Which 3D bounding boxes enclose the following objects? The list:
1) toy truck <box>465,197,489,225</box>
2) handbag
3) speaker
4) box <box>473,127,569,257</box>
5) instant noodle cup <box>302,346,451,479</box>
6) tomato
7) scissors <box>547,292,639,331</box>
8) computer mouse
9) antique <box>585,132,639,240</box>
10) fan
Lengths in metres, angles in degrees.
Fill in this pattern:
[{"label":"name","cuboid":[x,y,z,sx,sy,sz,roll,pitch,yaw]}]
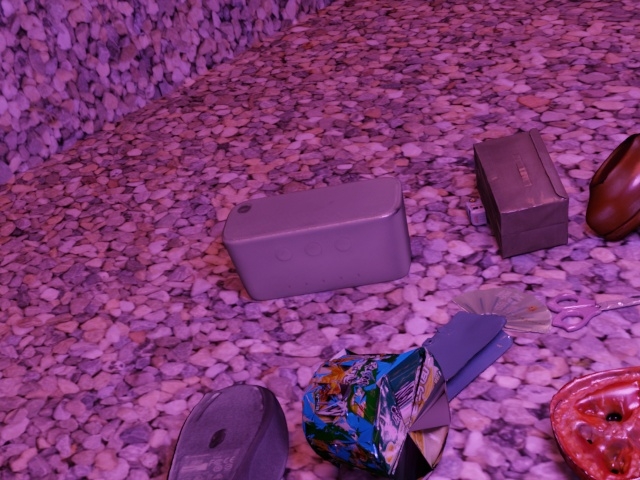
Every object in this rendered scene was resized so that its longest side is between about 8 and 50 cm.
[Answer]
[{"label":"toy truck","cuboid":[0.400,-0.073,2.211,0.123,0.052,0.063,-14,38,2]},{"label":"handbag","cuboid":[0.251,0.217,1.831,0.221,0.057,0.144,-38,30,-29]},{"label":"speaker","cuboid":[0.000,0.000,2.156,0.406,0.184,0.183,-9,32,12]},{"label":"box","cuboid":[0.436,-0.106,2.091,0.148,0.155,0.231,-13,48,2]},{"label":"instant noodle cup","cuboid":[0.089,0.294,1.636,0.178,0.240,0.240,0,34,38]},{"label":"tomato","cuboid":[0.481,0.312,1.530,0.227,0.101,0.228,-14,39,12]},{"label":"scissors","cuboid":[0.550,0.126,1.859,0.212,0.021,0.110,-11,34,10]},{"label":"computer mouse","cuboid":[-0.168,0.391,1.692,0.203,0.114,0.374,-10,24,16]},{"label":"antique","cuboid":[0.669,-0.130,2.039,0.278,0.129,0.223,-50,0,-12]},{"label":"fan","cuboid":[0.371,0.138,1.937,0.240,0.009,0.131,18,43,43]}]
